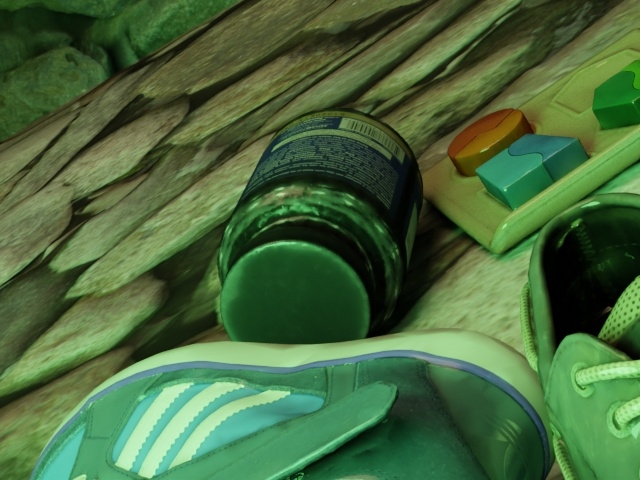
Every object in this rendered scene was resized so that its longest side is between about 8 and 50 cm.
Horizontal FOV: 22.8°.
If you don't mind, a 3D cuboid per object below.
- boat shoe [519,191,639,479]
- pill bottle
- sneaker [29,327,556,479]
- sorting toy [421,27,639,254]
[{"bbox_3d":[0.133,0.071,0.546,0.132,0.130,0.355,-34,15,1],"label":"boat shoe"},{"bbox_3d":[0.000,0.000,1.053,0.123,0.123,0.219,-28,15,19],"label":"pill bottle"},{"bbox_3d":[-0.063,0.150,0.703,0.323,0.130,0.236,-16,19,35],"label":"sneaker"},{"bbox_3d":[0.211,-0.109,1.110,0.307,0.041,0.229,-34,15,-3],"label":"sorting toy"}]
